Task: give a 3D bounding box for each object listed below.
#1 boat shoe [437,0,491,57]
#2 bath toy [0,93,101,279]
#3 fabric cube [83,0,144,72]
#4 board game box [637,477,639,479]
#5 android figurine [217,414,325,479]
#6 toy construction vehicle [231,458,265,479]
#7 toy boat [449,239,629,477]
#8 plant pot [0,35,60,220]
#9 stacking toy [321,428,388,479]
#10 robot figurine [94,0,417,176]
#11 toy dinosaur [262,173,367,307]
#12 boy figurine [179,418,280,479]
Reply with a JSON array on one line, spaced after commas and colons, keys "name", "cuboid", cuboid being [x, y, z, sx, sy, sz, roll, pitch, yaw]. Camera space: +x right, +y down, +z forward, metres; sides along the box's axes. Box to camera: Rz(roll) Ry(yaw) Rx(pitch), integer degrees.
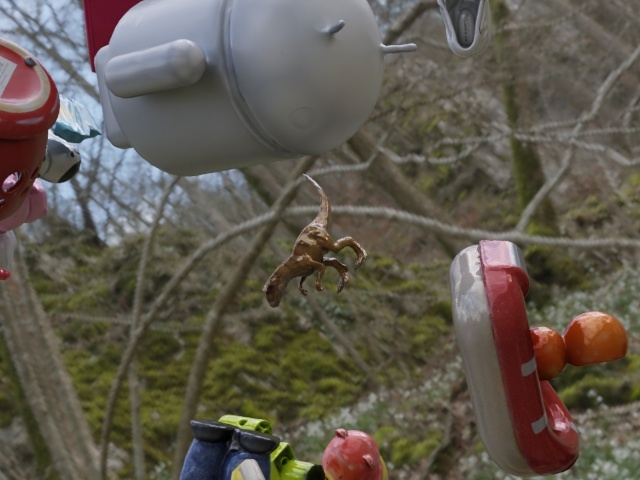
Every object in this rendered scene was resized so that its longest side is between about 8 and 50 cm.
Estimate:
[{"name": "boat shoe", "cuboid": [0.225, -0.433, 1.624, 0.098, 0.277, 0.096, -11, 6, 14]}, {"name": "bath toy", "cuboid": [-0.492, -0.072, 1.658, 0.151, 0.129, 0.348, 16, -61, -43]}, {"name": "fabric cube", "cuboid": [-0.180, -0.397, 1.411, 0.254, 0.258, 0.259, 94, 178, -46]}, {"name": "board game box", "cuboid": [0.547, 0.486, 1.458, 0.232, 0.291, 0.141, -50, 17, 14]}, {"name": "android figurine", "cuboid": [-0.089, 0.375, 1.556, 0.056, 0.272, 0.248, -41, -63, -39]}, {"name": "toy construction vehicle", "cuboid": [-0.057, 0.201, 0.665, 0.035, 0.086, 0.098, 35, -82, -36]}, {"name": "toy boat", "cuboid": [0.211, 0.107, 0.946, 0.151, 0.151, 0.231, -79, -24, -65]}, {"name": "plant pot", "cuboid": [-0.413, -0.139, 1.212, 0.174, 0.191, 0.191, -48, -14, 34]}, {"name": "stacking toy", "cuboid": [0.084, 0.473, 1.646, 0.279, 0.309, 0.130, -48, -24, -28]}, {"name": "robot figurine", "cuboid": [-0.082, -0.177, 1.059, 0.300, 0.353, 0.200, -18, -80, -52]}, {"name": "toy dinosaur", "cuboid": [0.000, 0.000, 1.247, 0.064, 0.112, 0.211, -49, 11, 48]}, {"name": "boy figurine", "cuboid": [-0.112, 0.341, 1.079, 0.092, 0.177, 0.285, 57, -137, -80]}]
